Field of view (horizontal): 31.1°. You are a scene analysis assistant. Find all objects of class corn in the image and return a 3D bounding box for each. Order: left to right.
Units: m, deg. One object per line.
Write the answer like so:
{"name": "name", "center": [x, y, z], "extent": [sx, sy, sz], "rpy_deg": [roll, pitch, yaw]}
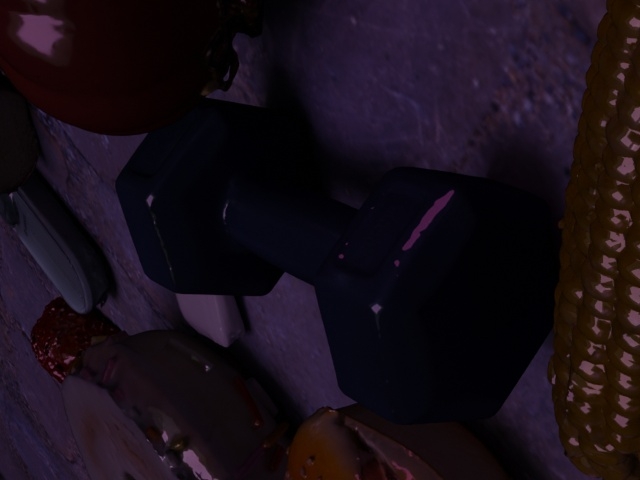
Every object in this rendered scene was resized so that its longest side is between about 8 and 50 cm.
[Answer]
{"name": "corn", "center": [0.167, -0.013, 0.484], "extent": [0.130, 0.130, 0.347], "rpy_deg": [36, 141, 38]}

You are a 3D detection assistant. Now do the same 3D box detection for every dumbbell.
{"name": "dumbbell", "center": [0.000, 0.000, 0.758], "extent": [0.325, 0.144, 0.160], "rpy_deg": [26, 136, 49]}

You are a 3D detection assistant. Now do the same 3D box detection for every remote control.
{"name": "remote control", "center": [-0.339, -0.013, 1.415], "extent": [0.247, 0.052, 0.104], "rpy_deg": [48, 149, 22]}

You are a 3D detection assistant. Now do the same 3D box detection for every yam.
{"name": "yam", "center": [-0.443, -0.155, 1.373], "extent": [0.238, 0.128, 0.129], "rpy_deg": [30, 107, 36]}

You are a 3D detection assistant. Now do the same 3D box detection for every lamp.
{"name": "lamp", "center": [-0.140, -0.180, 0.740], "extent": [0.227, 0.227, 0.227], "rpy_deg": [40, 147, 33]}

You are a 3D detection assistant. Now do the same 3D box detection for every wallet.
{"name": "wallet", "center": [-0.121, 0.014, 1.095], "extent": [0.095, 0.033, 0.190], "rpy_deg": [28, 139, 49]}

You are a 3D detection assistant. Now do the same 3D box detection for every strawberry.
{"name": "strawberry", "center": [-0.322, 0.147, 1.512], "extent": [0.192, 0.085, 0.140], "rpy_deg": [35, 142, 37]}

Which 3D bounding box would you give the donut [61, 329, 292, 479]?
{"name": "donut", "center": [-0.126, 0.254, 1.217], "extent": [0.382, 0.142, 0.382], "rpy_deg": [39, 147, 33]}

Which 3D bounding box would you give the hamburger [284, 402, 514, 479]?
{"name": "hamburger", "center": [0.058, 0.219, 0.872], "extent": [0.237, 0.147, 0.237], "rpy_deg": [44, 149, 35]}
